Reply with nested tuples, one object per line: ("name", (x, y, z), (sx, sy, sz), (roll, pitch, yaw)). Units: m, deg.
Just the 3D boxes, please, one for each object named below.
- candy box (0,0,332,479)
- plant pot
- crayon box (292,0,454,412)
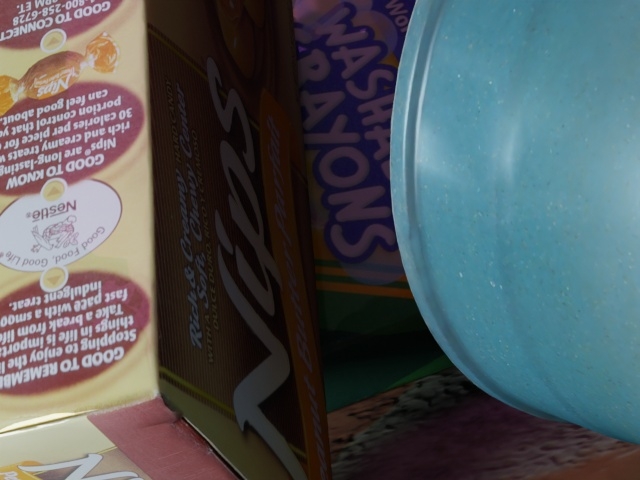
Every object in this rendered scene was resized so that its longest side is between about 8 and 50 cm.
("candy box", (-0.070, -0.032, 0.802), (0.087, 0.183, 0.316), (-14, 58, 16))
("plant pot", (0.207, -0.022, 0.655), (0.271, 0.272, 0.255), (-28, 34, -29))
("crayon box", (0.076, -0.056, 0.971), (0.323, 0.203, 0.083), (-20, -24, -6))
